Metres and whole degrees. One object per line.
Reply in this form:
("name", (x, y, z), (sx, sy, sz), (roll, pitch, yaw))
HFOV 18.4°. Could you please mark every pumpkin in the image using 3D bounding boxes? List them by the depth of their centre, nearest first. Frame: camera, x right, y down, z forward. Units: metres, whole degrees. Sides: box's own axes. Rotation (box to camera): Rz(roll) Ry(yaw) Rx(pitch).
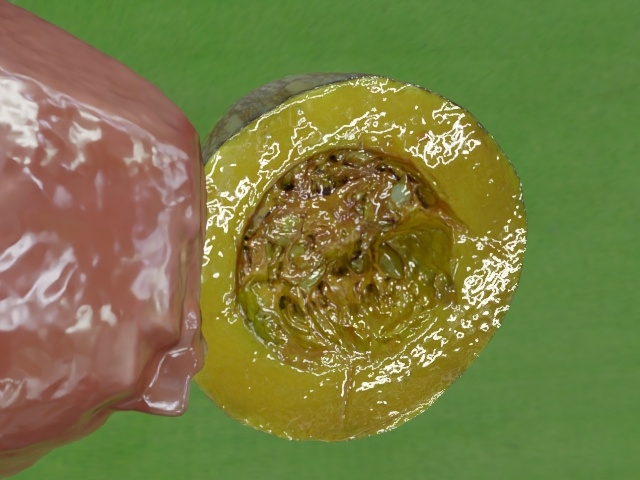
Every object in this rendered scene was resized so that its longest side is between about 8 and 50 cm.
("pumpkin", (0.000, -0.006, 1.125), (0.217, 0.110, 0.217), (-10, 121, -18))

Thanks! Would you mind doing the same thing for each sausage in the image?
("sausage", (-0.147, -0.021, 0.573), (0.254, 0.148, 0.148), (23, 78, -3))
